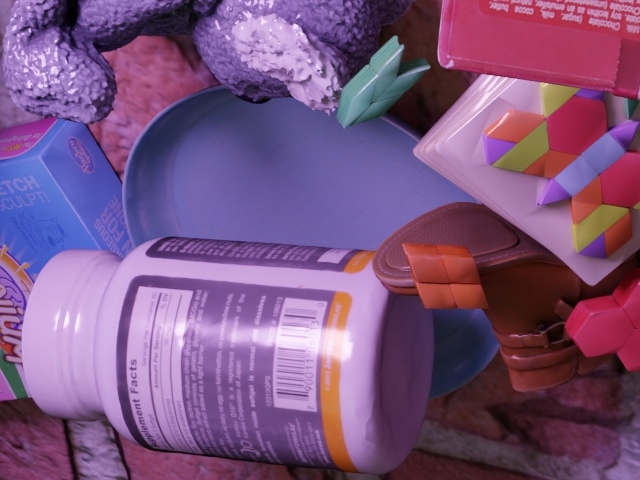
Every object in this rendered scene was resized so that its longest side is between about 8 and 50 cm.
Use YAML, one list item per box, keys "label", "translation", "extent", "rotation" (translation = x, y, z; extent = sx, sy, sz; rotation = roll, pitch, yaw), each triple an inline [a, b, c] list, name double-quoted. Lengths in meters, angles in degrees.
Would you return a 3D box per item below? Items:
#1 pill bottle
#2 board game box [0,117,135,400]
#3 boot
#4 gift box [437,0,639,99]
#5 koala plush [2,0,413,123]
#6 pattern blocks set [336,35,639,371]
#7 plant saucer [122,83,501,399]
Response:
- label: "pill bottle"
  translation: [-0.068, 0.080, 1.238]
  extent: [0.278, 0.162, 0.162]
  rotation: [4, 131, 21]
- label: "board game box"
  translation: [-0.279, 0.027, 1.436]
  extent: [0.316, 0.064, 0.242]
  rotation: [-10, 124, 34]
- label: "boot"
  translation: [0.133, 0.046, 1.175]
  extent: [0.197, 0.073, 0.152]
  rotation: [-12, 129, -11]
- label: "gift box"
  translation: [0.204, -0.215, 0.780]
  extent: [0.255, 0.258, 0.276]
  rotation: [14, 112, 9]
- label: "koala plush"
  translation: [-0.058, -0.162, 1.067]
  extent: [0.221, 0.196, 0.203]
  rotation: [25, 126, 11]
- label: "pattern blocks set"
  translation: [0.167, -0.056, 1.045]
  extent: [0.325, 0.026, 0.285]
  rotation: [23, 114, -29]
- label: "plant saucer"
  translation: [0.000, 0.000, 1.283]
  extent: [0.317, 0.043, 0.317]
  rotation: [15, 134, 16]
